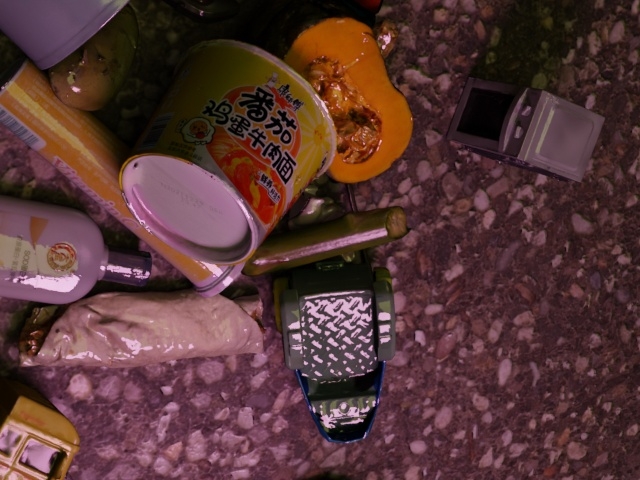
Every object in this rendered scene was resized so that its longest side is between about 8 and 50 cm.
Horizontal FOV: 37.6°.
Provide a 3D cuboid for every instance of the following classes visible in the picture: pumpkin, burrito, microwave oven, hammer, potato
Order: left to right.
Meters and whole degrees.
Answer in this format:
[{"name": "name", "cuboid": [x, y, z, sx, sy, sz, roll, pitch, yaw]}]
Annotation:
[{"name": "potato", "cuboid": [-0.302, -0.250, 1.266, 0.105, 0.085, 0.188, 66, 36, -51]}, {"name": "burrito", "cuboid": [-0.259, 0.132, 1.431, 0.391, 0.076, 0.117, 0, 91, -28]}, {"name": "pumpkin", "cuboid": [0.026, -0.239, 1.388, 0.222, 0.139, 0.317, -44, 133, -3]}, {"name": "hammer", "cuboid": [0.072, 0.001, 1.586, 0.058, 0.029, 0.292, -22, 115, -17]}, {"name": "microwave oven", "cuboid": [0.334, -0.182, 1.554, 0.162, 0.208, 0.123, 17, 97, -29]}]

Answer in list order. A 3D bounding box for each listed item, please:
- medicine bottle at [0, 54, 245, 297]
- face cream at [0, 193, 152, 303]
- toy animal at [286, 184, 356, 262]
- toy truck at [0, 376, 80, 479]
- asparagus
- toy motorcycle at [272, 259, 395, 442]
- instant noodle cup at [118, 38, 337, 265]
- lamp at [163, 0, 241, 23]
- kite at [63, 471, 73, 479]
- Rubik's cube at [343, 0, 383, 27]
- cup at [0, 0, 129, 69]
[{"name": "medicine bottle", "cuboid": [-0.282, -0.085, 1.336, 0.108, 0.108, 0.426, -49, 119, -6]}, {"name": "face cream", "cuboid": [-0.385, 0.020, 1.332, 0.291, 0.071, 0.144, 13, 89, -29]}, {"name": "toy animal", "cuboid": [0.008, -0.031, 1.515, 0.124, 0.071, 0.085, 28, 91, -30]}, {"name": "toy truck", "cuboid": [-0.527, 0.239, 1.272, 0.405, 0.180, 0.254, 34, 81, -27]}, {"name": "asparagus", "cuboid": [0.000, 0.002, 1.457, 0.277, 0.060, 0.067, -16, 136, 11]}, {"name": "toy motorcycle", "cuboid": [0.032, 0.208, 1.513, 0.191, 0.200, 0.327, -6, 114, -3]}, {"name": "instant noodle cup", "cuboid": [-0.130, -0.105, 1.258, 0.264, 0.264, 0.200, 51, 49, -28]}, {"name": "lamp", "cuboid": [-0.155, -0.457, 1.276, 0.283, 0.203, 0.124, -60, 165, 13]}, {"name": "kite", "cuboid": [-0.405, 0.452, 1.486, 0.152, 0.015, 0.285, -43, 116, -6]}, {"name": "Rubik's cube", "cuboid": [0.056, -0.460, 1.415, 0.250, 0.284, 0.234, 36, 64, -54]}, {"name": "cup", "cuboid": [-0.342, -0.405, 1.091, 0.311, 0.331, 0.257, 45, 65, -27]}]
